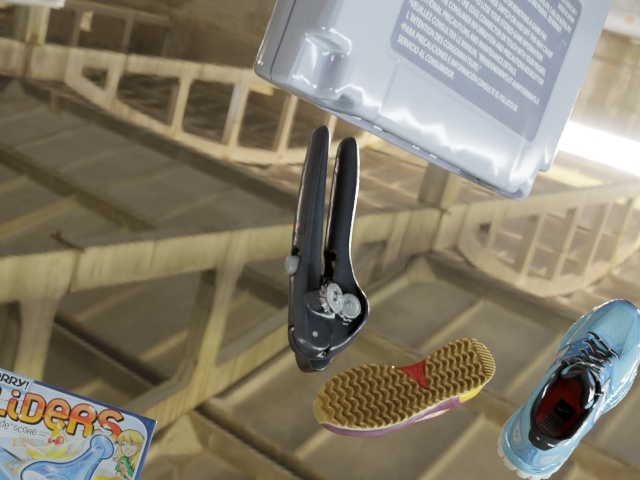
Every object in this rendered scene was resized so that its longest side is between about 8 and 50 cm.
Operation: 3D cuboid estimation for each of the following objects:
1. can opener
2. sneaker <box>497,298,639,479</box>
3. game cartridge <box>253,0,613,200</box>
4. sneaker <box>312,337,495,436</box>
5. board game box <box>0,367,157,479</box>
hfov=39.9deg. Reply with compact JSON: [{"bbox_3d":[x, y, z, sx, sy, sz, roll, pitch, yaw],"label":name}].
[{"bbox_3d":[0.000,0.000,0.637,0.059,0.186,0.073,18,156,-36],"label":"can opener"},{"bbox_3d":[0.198,0.106,0.657,0.063,0.162,0.073,35,157,14],"label":"sneaker"},{"bbox_3d":[0.090,-0.143,0.519,0.060,0.196,0.294,27,-174,34],"label":"game cartridge"},{"bbox_3d":[0.079,0.155,0.857,0.185,0.084,0.070,-12,-120,-16],"label":"sneaker"},{"bbox_3d":[-0.279,0.214,0.876,0.201,0.035,0.136,21,-126,-12],"label":"board game box"}]
